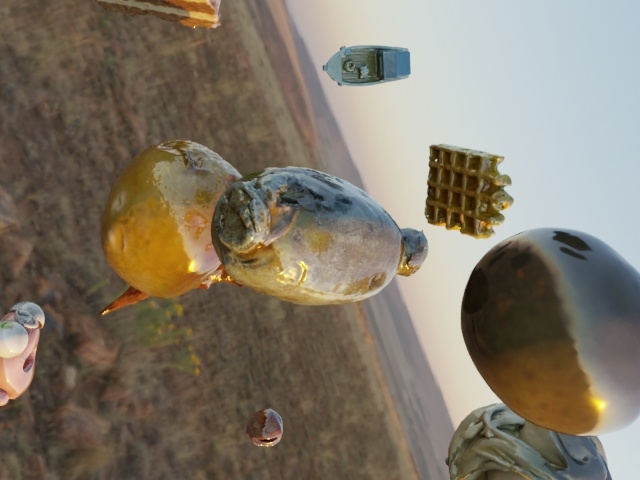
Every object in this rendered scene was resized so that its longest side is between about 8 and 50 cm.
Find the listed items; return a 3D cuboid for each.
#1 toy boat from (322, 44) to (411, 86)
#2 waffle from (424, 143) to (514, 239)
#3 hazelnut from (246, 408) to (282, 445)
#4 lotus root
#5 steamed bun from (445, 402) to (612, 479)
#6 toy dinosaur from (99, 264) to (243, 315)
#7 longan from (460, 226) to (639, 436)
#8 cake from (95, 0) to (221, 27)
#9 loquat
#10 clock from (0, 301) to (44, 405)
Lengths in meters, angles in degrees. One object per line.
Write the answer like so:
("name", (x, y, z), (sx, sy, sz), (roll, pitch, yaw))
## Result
("toy boat", (0.080, -0.297, 1.433), (0.059, 0.173, 0.069), (-155, -120, -68))
("waffle", (0.279, -0.087, 1.571), (0.211, 0.055, 0.160), (26, -63, 55))
("hazelnut", (-0.120, 0.401, 1.803), (0.086, 0.086, 0.086), (-19, 90, -87))
("lotus root", (-0.002, 0.001, 1.066), (0.350, 0.175, 0.175), (13, 51, -47))
("steamed bun", (0.364, 0.367, 1.337), (0.280, 0.207, 0.267), (-8, 69, -44))
("toy dinosaur", (-0.339, 0.056, 1.822), (0.097, 0.432, 0.208), (-75, 149, -42))
("longan", (0.242, 0.088, 0.845), (0.220, 0.197, 0.196), (59, -3, 26))
("cake", (-0.292, -0.555, 1.565), (0.290, 0.282, 0.255), (-130, -131, -84))
("loquat", (-0.271, -0.040, 1.553), (0.276, 0.284, 0.276), (22, 45, -24))
("clock", (-0.566, 0.203, 1.561), (0.166, 0.093, 0.162), (-91, -156, -74))
